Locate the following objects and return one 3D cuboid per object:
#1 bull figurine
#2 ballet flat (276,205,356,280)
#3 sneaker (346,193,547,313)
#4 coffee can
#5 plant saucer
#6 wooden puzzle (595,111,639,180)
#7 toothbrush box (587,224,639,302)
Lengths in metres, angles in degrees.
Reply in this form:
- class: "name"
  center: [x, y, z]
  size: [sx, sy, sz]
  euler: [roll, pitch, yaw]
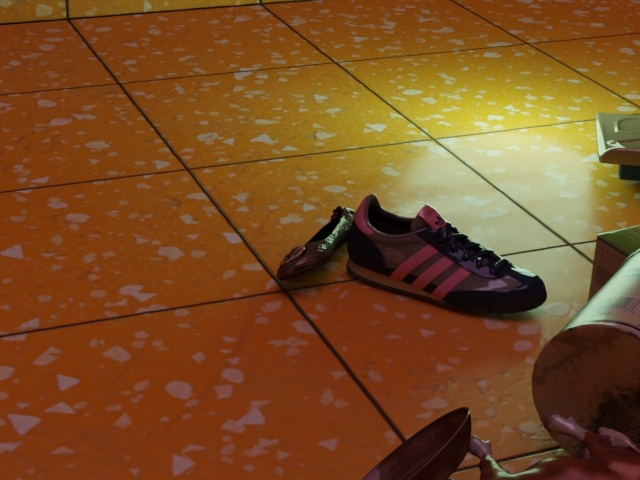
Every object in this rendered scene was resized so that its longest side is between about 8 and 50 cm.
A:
- class: "bull figurine"
  center: [0.237, 0.285, 1.469]
  size: [0.310, 0.101, 0.188]
  euler: [-6, 25, -16]
- class: "ballet flat"
  center: [0.000, 0.000, 2.066]
  size: [0.084, 0.058, 0.250]
  euler: [-18, 10, 35]
- class: "sneaker"
  center: [0.186, 0.019, 1.985]
  size: [0.319, 0.131, 0.112]
  euler: [12, 27, 20]
- class: "coffee can"
  center: [0.411, 0.141, 1.666]
  size: [0.201, 0.201, 0.275]
  euler: [17, 30, 28]
- class: "plant saucer"
  center: [0.098, 0.262, 1.473]
  size: [0.036, 0.198, 0.198]
  euler: [51, 36, -1]
- class: "wooden puzzle"
  center: [0.671, -0.160, 2.450]
  size: [0.322, 0.080, 0.348]
  euler: [6, 17, 8]
- class: "toothbrush box"
  center: [0.571, 0.057, 1.947]
  size: [0.283, 0.122, 0.206]
  euler: [-10, 28, -26]
